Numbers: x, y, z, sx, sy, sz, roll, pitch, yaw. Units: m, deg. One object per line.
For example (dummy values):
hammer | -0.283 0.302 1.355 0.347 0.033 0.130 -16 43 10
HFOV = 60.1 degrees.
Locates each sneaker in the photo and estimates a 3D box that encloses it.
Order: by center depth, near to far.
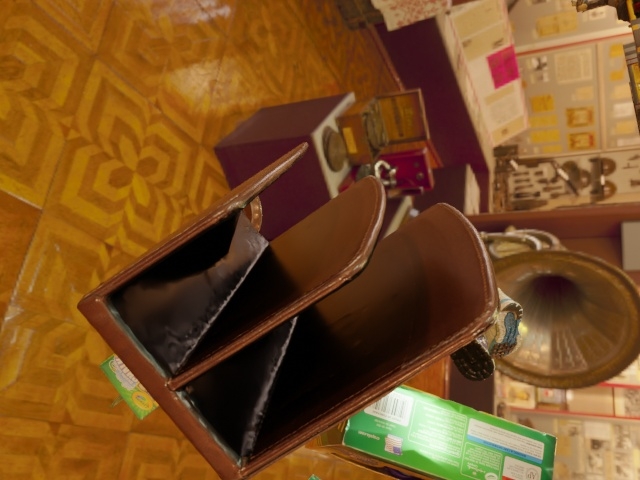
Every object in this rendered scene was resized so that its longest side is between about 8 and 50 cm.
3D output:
sneaker | 0.382 0.175 1.180 0.082 0.072 0.190 -114 -167 -49
sneaker | 0.318 0.188 1.318 0.283 0.107 0.124 61 25 -4

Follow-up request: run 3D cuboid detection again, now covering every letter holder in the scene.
letter holder | 0.000 0.000 0.450 0.152 0.215 0.302 54 14 -10

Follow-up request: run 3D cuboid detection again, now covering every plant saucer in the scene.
plant saucer | -0.243 -0.082 1.780 0.029 0.169 0.168 -1 88 -36

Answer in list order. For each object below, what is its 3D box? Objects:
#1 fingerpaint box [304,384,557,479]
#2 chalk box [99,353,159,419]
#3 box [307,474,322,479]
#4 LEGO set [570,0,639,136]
fingerpaint box | 0.223 0.464 1.258 0.371 0.445 0.163 123 -14 -65
chalk box | -0.322 0.244 1.074 0.132 0.213 0.132 54 2 0
box | -0.041 0.421 0.755 0.105 0.043 0.179 -28 138 -57
LEGO set | 0.498 -0.252 0.700 0.331 0.255 0.191 33 52 -41
